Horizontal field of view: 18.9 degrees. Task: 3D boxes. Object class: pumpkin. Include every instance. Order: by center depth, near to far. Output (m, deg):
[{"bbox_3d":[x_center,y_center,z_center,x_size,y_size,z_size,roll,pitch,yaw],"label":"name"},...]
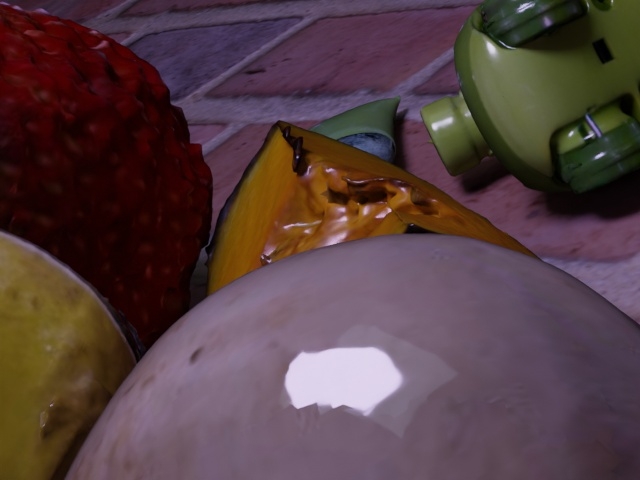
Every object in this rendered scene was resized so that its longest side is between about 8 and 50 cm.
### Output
[{"bbox_3d":[0.028,0.047,1.112,0.169,0.148,0.312,-67,16,6],"label":"pumpkin"}]

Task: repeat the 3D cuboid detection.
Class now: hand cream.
[{"bbox_3d":[0.022,-0.071,1.476,0.095,0.046,0.175,-24,14,7],"label":"hand cream"}]

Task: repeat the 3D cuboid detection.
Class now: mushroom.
[{"bbox_3d":[0.050,0.147,0.678,0.292,0.293,0.290,-14,-9,29],"label":"mushroom"}]

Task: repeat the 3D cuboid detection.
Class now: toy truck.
[{"bbox_3d":[0.170,-0.111,1.273,0.187,0.148,0.210,-28,-1,-12],"label":"toy truck"}]

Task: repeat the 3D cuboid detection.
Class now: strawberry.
[{"bbox_3d":[-0.195,-0.011,1.219,0.291,0.292,0.310,-34,19,-21],"label":"strawberry"}]

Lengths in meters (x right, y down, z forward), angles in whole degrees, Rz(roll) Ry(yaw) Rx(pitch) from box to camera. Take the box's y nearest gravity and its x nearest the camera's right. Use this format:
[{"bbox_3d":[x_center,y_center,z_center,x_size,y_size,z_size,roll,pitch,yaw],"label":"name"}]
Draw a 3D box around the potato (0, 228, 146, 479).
[{"bbox_3d":[-0.305,0.137,0.949,0.290,0.397,0.296,-60,8,24],"label":"potato"}]
